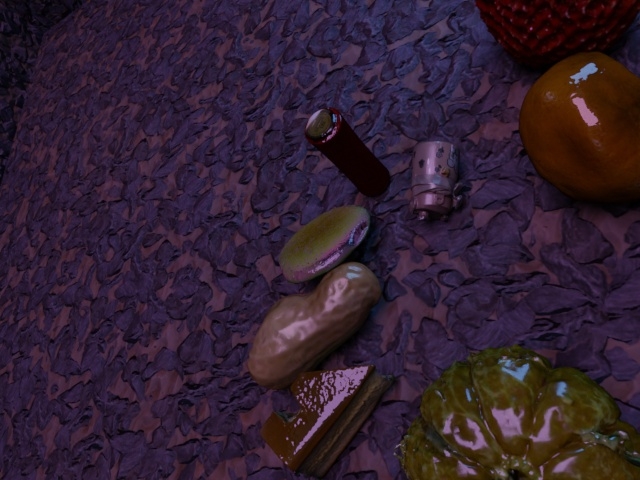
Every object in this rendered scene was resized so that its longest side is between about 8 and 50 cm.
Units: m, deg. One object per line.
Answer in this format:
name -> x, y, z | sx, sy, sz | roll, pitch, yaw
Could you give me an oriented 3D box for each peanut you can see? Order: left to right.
peanut -> -0.023, 0.160, 0.936 | 0.319, 0.148, 0.147 | -44, 52, 13

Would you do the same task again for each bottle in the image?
bottle -> 0.219, -0.106, 0.929 | 0.099, 0.099, 0.152 | -2, 75, 33

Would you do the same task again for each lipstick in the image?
lipstick -> 0.060, -0.168, 0.961 | 0.080, 0.241, 0.080 | -13, 63, 28

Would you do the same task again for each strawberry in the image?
strawberry -> 0.384, -0.484, 0.823 | 0.267, 0.351, 0.311 | -19, 65, 35

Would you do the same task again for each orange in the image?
orange -> 0.262, 0.299, 0.635 | 0.300, 0.223, 0.301 | 24, 89, 34
orange -> 0.414, -0.162, 0.743 | 0.183, 0.249, 0.248 | -48, 50, 27

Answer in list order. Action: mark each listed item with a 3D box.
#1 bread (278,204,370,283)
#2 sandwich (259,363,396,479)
bread -> 0.000, 0.000, 0.993 | 0.229, 0.033, 0.228 | -29, 26, 16
sandwich -> 0.013, 0.297, 0.864 | 0.128, 0.122, 0.235 | 38, 90, 35
